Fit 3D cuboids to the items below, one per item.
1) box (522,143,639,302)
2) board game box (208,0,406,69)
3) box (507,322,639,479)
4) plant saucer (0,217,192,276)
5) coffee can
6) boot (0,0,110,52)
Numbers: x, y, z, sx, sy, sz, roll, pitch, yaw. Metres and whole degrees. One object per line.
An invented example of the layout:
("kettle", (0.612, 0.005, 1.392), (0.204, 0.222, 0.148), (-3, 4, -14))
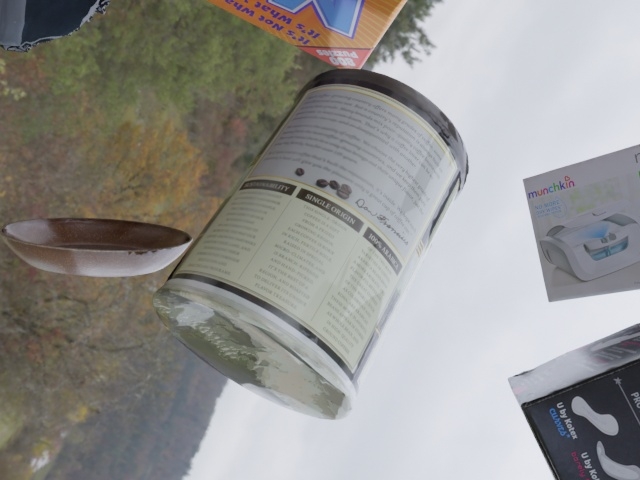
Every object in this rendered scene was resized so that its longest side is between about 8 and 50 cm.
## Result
("box", (0.509, -0.030, 1.075), (0.262, 0.126, 0.231), (-16, -98, 47))
("board game box", (-0.009, -0.449, 0.599), (0.356, 0.356, 0.356), (-67, -171, -13))
("box", (0.245, 0.159, 0.478), (0.142, 0.163, 0.247), (-26, 167, 10))
("plant saucer", (-0.241, 0.007, 0.694), (0.198, 0.198, 0.036), (-117, -148, -78))
("coffee can", (0.000, 0.000, 0.617), (0.275, 0.201, 0.201), (-59, -173, -28))
("boot", (-0.172, -0.186, 0.360), (0.207, 0.094, 0.246), (-54, -161, 44))
